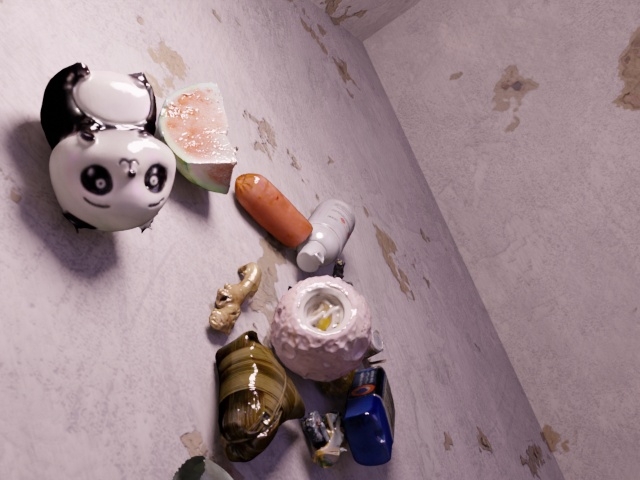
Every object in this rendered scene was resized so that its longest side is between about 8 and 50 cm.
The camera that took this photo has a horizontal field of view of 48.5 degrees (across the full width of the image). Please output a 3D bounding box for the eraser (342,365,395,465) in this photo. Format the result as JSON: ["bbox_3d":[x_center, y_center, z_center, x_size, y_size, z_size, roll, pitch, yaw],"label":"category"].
[{"bbox_3d":[0.131,0.449,1.829,0.332,0.102,0.155,-52,127,-77],"label":"eraser"}]

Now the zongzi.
[{"bbox_3d":[-0.105,0.375,1.496,0.288,0.134,0.286,54,16,-31],"label":"zongzi"}]

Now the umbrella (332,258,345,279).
[{"bbox_3d":[0.048,0.125,2.111,0.037,0.143,0.040,5,25,-9],"label":"umbrella"}]

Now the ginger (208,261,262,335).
[{"bbox_3d":[-0.203,0.127,1.685,0.089,0.075,0.288,47,30,-16],"label":"ginger"}]

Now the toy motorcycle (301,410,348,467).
[{"bbox_3d":[0.017,0.473,1.697,0.229,0.094,0.129,35,36,-67],"label":"toy motorcycle"}]

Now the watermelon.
[{"bbox_3d":[-0.303,-0.267,1.794,0.224,0.180,0.305,52,19,-55],"label":"watermelon"}]

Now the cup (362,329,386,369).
[{"bbox_3d":[0.133,0.324,2.072,0.074,0.099,0.102,1,62,-62],"label":"cup"}]

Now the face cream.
[{"bbox_3d":[0.000,0.000,2.128,0.145,0.145,0.369,55,24,-10],"label":"face cream"}]

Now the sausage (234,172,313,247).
[{"bbox_3d":[-0.140,-0.089,1.993,0.259,0.114,0.113,44,28,-29],"label":"sausage"}]

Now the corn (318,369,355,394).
[{"bbox_3d":[0.048,0.263,1.957,0.120,0.120,0.363,44,32,-31],"label":"corn"}]

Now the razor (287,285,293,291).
[{"bbox_3d":[-0.051,0.142,1.991,0.253,0.042,0.082,-17,120,-67],"label":"razor"}]

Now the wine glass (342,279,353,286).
[{"bbox_3d":[0.079,0.200,2.151,0.073,0.073,0.155,34,31,-44],"label":"wine glass"}]

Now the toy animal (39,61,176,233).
[{"bbox_3d":[-0.418,-0.167,1.406,0.251,0.251,0.309,14,63,-59],"label":"toy animal"}]

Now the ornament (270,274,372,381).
[{"bbox_3d":[0.003,0.223,1.754,0.225,0.259,0.259,97,-19,-58],"label":"ornament"}]

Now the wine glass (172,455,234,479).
[{"bbox_3d":[-0.162,0.489,1.388,0.309,0.096,0.264,48,3,-24],"label":"wine glass"}]
